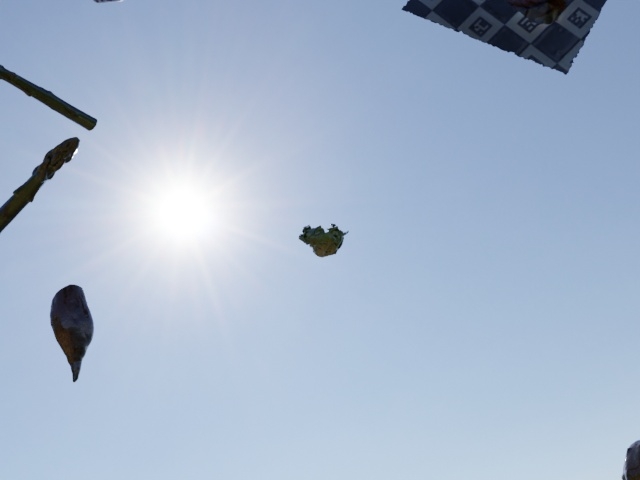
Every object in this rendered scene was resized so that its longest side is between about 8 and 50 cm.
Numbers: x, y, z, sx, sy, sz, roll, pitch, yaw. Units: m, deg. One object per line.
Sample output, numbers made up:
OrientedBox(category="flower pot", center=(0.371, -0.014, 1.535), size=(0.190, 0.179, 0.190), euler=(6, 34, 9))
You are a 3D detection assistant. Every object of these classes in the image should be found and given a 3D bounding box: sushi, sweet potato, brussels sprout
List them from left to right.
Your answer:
OrientedBox(category="sweet potato", center=(-0.288, 0.110, 0.864), size=(0.049, 0.117, 0.049), euler=(-12, -30, -7))
OrientedBox(category="brussels sprout", center=(0.000, 0.000, 1.340), size=(0.085, 0.085, 0.058), euler=(2, -67, -32))
OrientedBox(category="sushi", center=(0.383, -0.497, 1.439), size=(0.320, 0.339, 0.069), euler=(-61, -17, -8))

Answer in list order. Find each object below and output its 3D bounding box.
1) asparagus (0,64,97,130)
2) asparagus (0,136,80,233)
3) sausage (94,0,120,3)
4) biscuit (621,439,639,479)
OrientedBox(category="asparagus", center=(-0.254, -0.132, 0.662), size=(0.127, 0.018, 0.015), euler=(29, -78, -45))
OrientedBox(category="asparagus", center=(-0.371, -0.049, 0.913), size=(0.236, 0.034, 0.027), euler=(-42, -71, 13))
OrientedBox(category="sausage", center=(-0.416, -0.491, 1.471), size=(0.039, 0.131, 0.041), euler=(-45, -54, -21))
OrientedBox(category="biscuit", center=(0.404, 0.327, 0.772), size=(0.197, 0.301, 0.049), euler=(-22, -8, -45))
